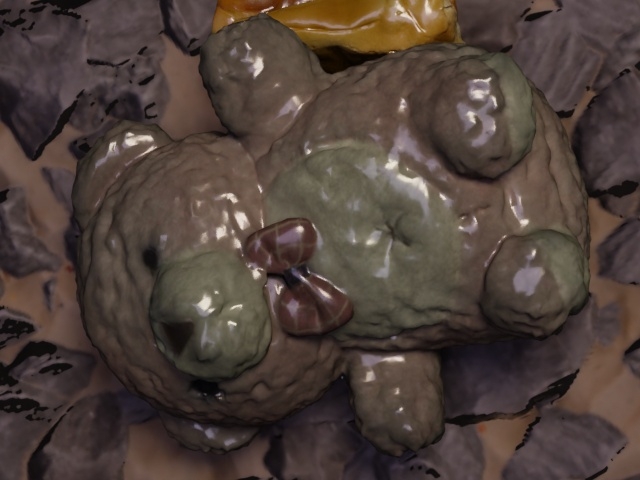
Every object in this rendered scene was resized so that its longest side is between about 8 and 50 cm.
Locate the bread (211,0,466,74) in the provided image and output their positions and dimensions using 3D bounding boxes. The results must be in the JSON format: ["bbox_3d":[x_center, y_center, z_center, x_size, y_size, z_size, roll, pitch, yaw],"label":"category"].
[{"bbox_3d":[0.011,-0.116,0.755,0.132,0.074,0.053,-1,79,10],"label":"bread"}]

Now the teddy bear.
[{"bbox_3d":[0.001,-0.001,0.717,0.267,0.151,0.236,-18,100,7],"label":"teddy bear"}]
